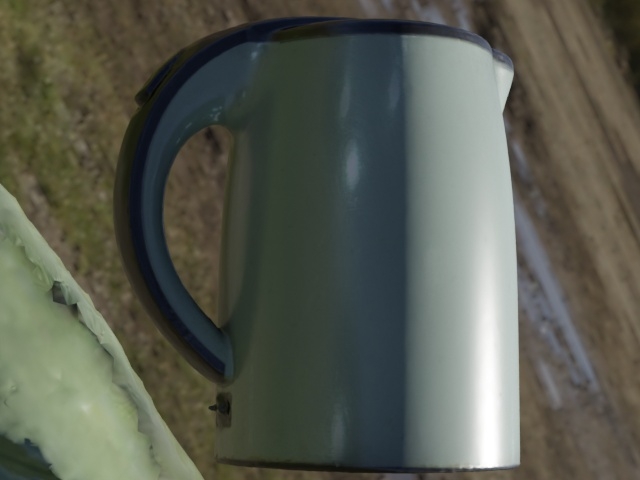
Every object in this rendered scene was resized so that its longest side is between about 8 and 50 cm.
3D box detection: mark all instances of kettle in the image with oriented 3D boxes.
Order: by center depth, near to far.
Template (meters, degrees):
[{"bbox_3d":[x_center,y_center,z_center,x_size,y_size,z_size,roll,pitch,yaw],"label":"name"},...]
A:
[{"bbox_3d":[0.000,0.000,0.849,0.161,0.221,0.236,168,-76,-71],"label":"kettle"}]

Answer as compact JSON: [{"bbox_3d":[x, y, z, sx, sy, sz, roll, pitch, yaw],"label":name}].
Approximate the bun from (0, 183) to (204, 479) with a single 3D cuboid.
[{"bbox_3d":[-0.097,0.075,0.388,0.221,0.108,0.221,43,-24,25],"label":"bun"}]
